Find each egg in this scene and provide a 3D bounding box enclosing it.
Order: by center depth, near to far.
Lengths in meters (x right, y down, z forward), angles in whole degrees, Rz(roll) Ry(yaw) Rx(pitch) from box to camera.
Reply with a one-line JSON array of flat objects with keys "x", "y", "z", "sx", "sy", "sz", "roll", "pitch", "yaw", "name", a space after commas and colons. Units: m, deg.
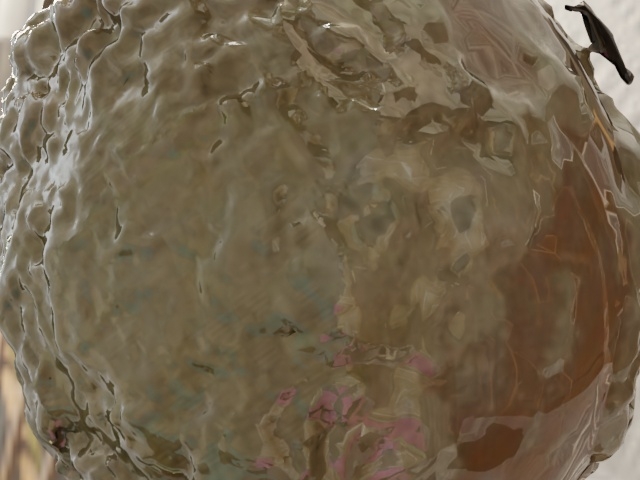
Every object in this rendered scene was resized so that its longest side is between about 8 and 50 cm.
[{"x": 0.000, "y": 0.000, "z": 0.644, "sx": 0.279, "sy": 0.279, "sz": 0.310, "roll": -40, "pitch": -111, "yaw": 60, "name": "egg"}]
